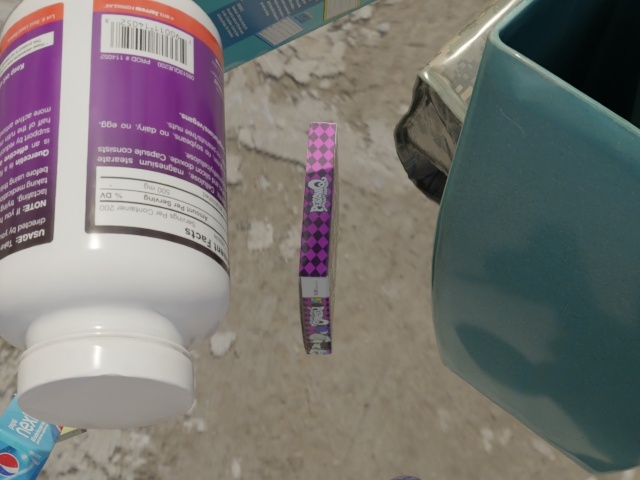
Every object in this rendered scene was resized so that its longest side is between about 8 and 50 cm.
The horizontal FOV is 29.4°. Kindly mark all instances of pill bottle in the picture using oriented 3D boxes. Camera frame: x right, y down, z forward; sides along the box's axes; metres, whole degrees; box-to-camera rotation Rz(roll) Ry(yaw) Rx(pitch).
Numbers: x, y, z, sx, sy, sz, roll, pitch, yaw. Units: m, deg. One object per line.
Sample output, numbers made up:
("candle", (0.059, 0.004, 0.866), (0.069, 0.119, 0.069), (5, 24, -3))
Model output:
("pill bottle", (-0.161, -0.028, 0.930), (0.182, 0.181, 0.322), (-1, 64, -4))

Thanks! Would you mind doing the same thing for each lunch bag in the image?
("lunch bag", (0.201, -0.141, 1.157), (0.235, 0.287, 0.169), (-43, 86, -8))

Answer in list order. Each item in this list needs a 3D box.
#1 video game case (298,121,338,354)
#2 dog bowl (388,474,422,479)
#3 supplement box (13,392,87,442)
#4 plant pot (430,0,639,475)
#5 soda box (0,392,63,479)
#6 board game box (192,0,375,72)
("video game case", (0.000, 0.000, 1.582), (0.042, 0.210, 0.232), (2, 58, 3))
("dog bowl", (0.125, 0.468, 1.703), (0.104, 0.265, 0.264), (-21, 103, -26))
("supplement box", (-0.397, 0.254, 1.792), (0.083, 0.056, 0.083), (-19, 76, -15))
("plant pot", (0.151, -0.006, 0.570), (0.166, 0.234, 0.165), (37, 53, 15))
("soda box", (-0.352, 0.229, 1.463), (0.071, 0.210, 0.067), (31, 100, -8))
("board game box", (-0.025, -0.277, 1.179), (0.336, 0.254, 0.079), (-25, 81, 3))
